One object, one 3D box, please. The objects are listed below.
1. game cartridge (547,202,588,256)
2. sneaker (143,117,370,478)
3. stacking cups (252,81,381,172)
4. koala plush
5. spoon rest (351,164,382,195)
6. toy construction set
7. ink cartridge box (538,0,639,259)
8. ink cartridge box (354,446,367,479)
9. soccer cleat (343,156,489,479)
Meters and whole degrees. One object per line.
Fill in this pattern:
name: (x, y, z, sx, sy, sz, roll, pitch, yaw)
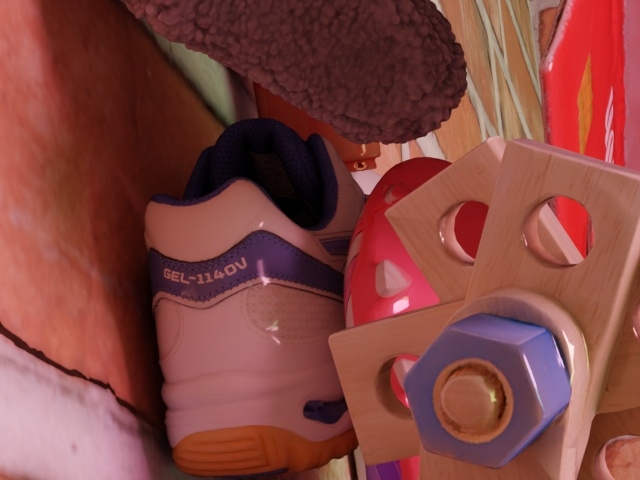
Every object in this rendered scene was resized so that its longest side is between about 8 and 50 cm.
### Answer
game cartridge: (0.066, 0.128, 0.749, 0.198, 0.062, 0.297, 103, 14, -52)
sneaker: (0.000, 0.000, 0.715, 0.296, 0.112, 0.131, -52, 132, -73)
stacking cups: (-0.014, -0.192, 0.830, 0.096, 0.096, 0.316, -34, 116, -76)
koala plush: (-0.017, -0.174, 0.631, 0.221, 0.203, 0.196, -90, -157, -71)
spoon rest: (0.029, -0.082, 1.010, 0.276, 0.084, 0.137, 48, 32, -44)
toy construction set: (-0.002, 0.102, 0.266, 0.328, 0.215, 0.151, -29, 155, -51)
ink cartridge box: (0.146, -0.048, 0.621, 0.296, 0.066, 0.261, 77, 23, -47)
ink cartridge box: (0.093, 0.185, 1.032, 0.212, 0.093, 0.154, -6, 87, -79)
soccer cleat: (0.043, 0.083, 0.591, 0.095, 0.083, 0.248, 125, -35, -51)
